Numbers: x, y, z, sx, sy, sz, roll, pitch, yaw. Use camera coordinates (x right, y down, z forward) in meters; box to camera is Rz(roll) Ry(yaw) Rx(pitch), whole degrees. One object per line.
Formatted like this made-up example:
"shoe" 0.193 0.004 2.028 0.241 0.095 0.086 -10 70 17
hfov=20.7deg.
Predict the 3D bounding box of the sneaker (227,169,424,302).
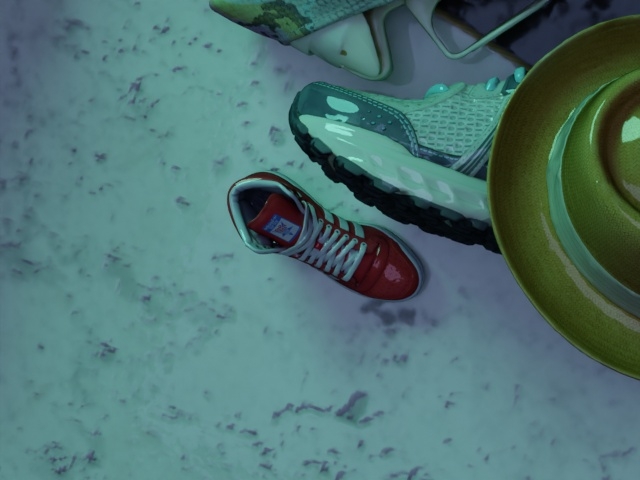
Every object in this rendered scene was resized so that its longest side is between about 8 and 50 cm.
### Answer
"sneaker" 0.000 0.000 0.968 0.118 0.067 0.042 30 99 10

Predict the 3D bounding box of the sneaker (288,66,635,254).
"sneaker" 0.125 -0.050 0.933 0.283 0.110 0.122 16 84 4

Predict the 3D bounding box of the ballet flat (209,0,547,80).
"ballet flat" 0.050 -0.132 0.951 0.221 0.077 0.079 -14 97 10

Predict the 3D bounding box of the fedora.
"fedora" 0.175 -0.025 0.833 0.194 0.079 0.194 0 81 1
